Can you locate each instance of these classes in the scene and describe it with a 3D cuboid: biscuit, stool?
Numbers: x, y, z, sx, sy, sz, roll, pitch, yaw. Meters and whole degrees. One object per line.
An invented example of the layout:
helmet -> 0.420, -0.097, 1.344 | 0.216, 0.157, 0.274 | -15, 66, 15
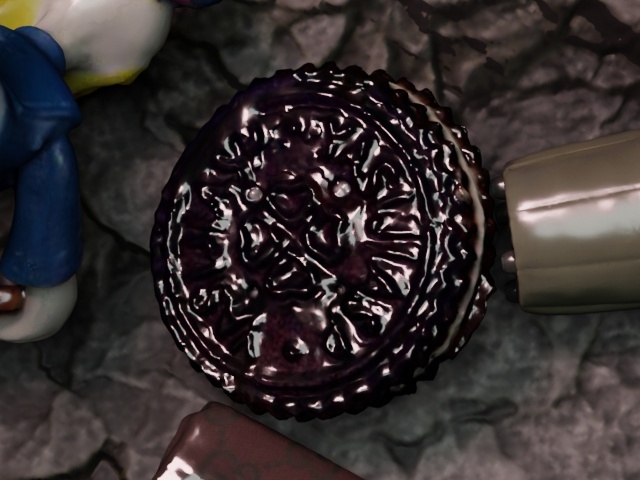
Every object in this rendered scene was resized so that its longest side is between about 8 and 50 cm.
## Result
biscuit -> 0.000, 0.000, 1.030 | 0.195, 0.053, 0.194 | -4, 81, 25
stool -> 0.146, -0.007, 1.029 | 0.110, 0.096, 0.096 | -9, 79, 7

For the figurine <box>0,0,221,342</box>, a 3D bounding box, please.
figurine -> -0.152, -0.054, 0.988 | 0.204, 0.283, 0.338 | 32, 55, 22

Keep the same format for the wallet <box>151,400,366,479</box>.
wallet -> -0.005, 0.209, 1.021 | 0.229, 0.049, 0.182 | 27, 79, 6
